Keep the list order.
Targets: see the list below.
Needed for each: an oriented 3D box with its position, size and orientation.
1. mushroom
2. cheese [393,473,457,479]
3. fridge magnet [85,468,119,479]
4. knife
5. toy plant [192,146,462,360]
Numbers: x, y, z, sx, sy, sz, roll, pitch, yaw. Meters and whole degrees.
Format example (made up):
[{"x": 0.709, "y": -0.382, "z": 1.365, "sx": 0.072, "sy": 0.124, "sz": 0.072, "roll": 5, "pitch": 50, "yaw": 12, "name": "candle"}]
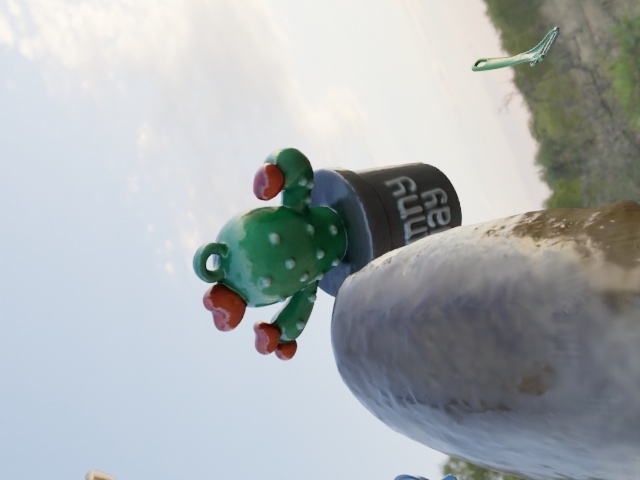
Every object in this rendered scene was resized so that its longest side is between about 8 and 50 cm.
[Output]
[{"x": 0.182, "y": 0.093, "z": 0.619, "sx": 0.313, "sy": 0.397, "sz": 0.224, "roll": 30, "pitch": -119, "yaw": -73, "name": "mushroom"}, {"x": 0.224, "y": 0.530, "z": 1.658, "sx": 0.052, "sy": 0.244, "sz": 0.135, "roll": -37, "pitch": -85, "yaw": -34, "name": "cheese"}, {"x": -0.388, "y": 0.486, "z": 1.521, "sx": 0.143, "sy": 0.063, "sz": 0.143, "roll": 42, "pitch": 172, "yaw": 7, "name": "fridge magnet"}, {"x": 0.304, "y": -0.289, "z": 1.294, "sx": 0.022, "sy": 0.166, "sz": 0.078, "roll": 48, "pitch": -117, "yaw": -22, "name": "knife"}, {"x": 0.003, "y": -0.010, "z": 1.099, "sx": 0.400, "sy": 0.279, "sz": 0.185, "roll": -16, "pitch": -127, "yaw": -32, "name": "toy plant"}]
